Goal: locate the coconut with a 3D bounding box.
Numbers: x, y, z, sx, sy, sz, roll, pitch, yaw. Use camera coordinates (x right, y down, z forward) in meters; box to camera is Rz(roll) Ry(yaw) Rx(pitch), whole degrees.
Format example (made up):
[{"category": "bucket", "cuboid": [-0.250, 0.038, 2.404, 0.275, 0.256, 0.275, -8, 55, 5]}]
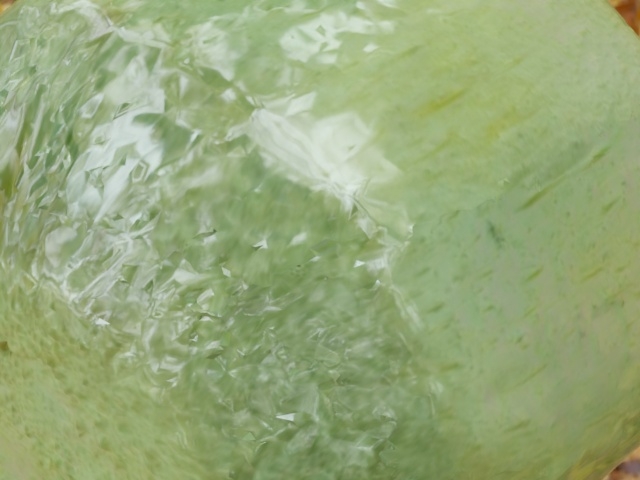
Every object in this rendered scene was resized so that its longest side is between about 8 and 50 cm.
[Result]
[{"category": "coconut", "cuboid": [0.000, 0.000, 0.634, 0.328, 0.281, 0.328, -19, 14, 5]}]
